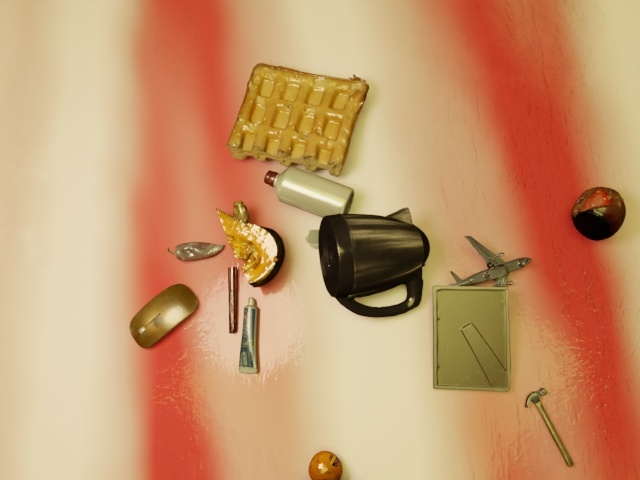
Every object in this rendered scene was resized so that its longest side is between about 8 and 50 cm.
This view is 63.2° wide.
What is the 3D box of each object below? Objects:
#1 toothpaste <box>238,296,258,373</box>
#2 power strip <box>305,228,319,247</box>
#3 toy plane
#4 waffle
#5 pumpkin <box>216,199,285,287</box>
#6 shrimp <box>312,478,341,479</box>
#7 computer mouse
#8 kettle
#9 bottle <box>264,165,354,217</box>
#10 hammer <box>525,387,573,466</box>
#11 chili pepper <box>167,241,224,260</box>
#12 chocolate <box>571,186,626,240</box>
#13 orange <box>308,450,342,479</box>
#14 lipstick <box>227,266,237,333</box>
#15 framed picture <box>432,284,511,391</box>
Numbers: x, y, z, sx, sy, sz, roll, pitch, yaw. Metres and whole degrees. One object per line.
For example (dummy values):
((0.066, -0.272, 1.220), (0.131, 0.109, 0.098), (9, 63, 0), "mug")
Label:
((-0.185, 0.247, 1.363), (0.057, 0.034, 0.198), (-4, 76, 21), "toothpaste")
((0.000, 0.000, 1.413), (0.083, 0.035, 0.055), (22, 78, 24), "power strip")
((0.437, 0.083, 1.329), (0.226, 0.058, 0.226), (-18, 90, 1), "toy plane")
((-0.060, -0.348, 1.469), (0.347, 0.077, 0.305), (13, 70, 9), "waffle")
((-0.174, -0.006, 1.380), (0.125, 0.131, 0.248), (-31, 79, 6), "pumpkin")
((0.054, 0.611, 1.207), (0.248, 0.150, 0.068), (12, 40, -6), "shrimp")
((-0.422, 0.200, 1.392), (0.199, 0.045, 0.102), (-38, 73, -5), "computer mouse")
((0.151, 0.045, 1.298), (0.270, 0.207, 0.251), (-7, 62, -14), "kettle")
((-0.037, -0.132, 1.410), (0.245, 0.104, 0.104), (21, 79, 10), "bottle")
((0.550, 0.450, 1.244), (0.062, 0.017, 0.182), (-23, 75, 0), "hammer")
((-0.342, 0.028, 1.431), (0.153, 0.041, 0.050), (-6, 95, -12), "chili pepper")
((0.703, -0.076, 1.310), (0.124, 0.127, 0.133), (37, 69, 27), "chocolate")
((0.011, 0.545, 1.241), (0.083, 0.083, 0.084), (-1, 75, 5), "orange")
((-0.235, 0.159, 1.394), (0.027, 0.027, 0.177), (-4, 76, 5), "lipstick")
((0.372, 0.241, 1.288), (0.188, 0.023, 0.260), (-1, 87, 6), "framed picture")
